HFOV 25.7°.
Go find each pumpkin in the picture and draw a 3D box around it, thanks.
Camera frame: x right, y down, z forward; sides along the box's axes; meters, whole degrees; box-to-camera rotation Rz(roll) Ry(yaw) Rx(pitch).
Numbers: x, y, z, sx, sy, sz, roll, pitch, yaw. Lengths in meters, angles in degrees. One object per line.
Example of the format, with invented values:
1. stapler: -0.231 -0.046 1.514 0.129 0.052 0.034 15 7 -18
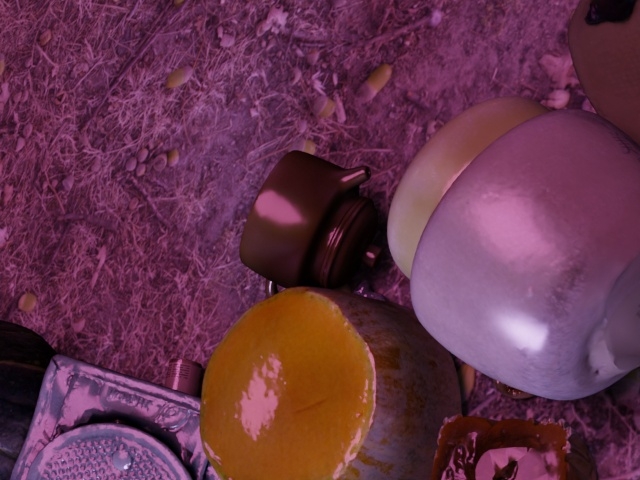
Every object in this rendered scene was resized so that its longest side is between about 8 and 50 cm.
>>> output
1. pumpkin: -0.534 0.277 2.193 0.323 0.241 0.323 -18 55 28
2. pumpkin: -0.007 0.221 1.811 0.332 0.199 0.332 -11 72 38

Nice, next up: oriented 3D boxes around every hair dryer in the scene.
1. hair dryer: -0.281 0.280 2.115 0.220 0.054 0.195 -6 67 38

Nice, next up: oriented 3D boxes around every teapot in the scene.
1. teapot: 0.000 0.000 1.947 0.175 0.185 0.267 27 122 15

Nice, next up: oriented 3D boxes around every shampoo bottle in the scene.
1. shampoo bottle: 0.258 0.012 1.617 0.322 0.322 0.317 -50 56 10

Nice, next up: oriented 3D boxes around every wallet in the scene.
1. wallet: -0.274 0.314 1.998 0.342 0.075 0.237 14 79 18

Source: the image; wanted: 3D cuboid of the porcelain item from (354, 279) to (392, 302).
1. porcelain item: 0.079 0.088 1.928 0.083 0.028 0.036 47 119 40

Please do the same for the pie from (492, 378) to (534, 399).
1. pie: 0.252 0.161 1.759 0.085 0.017 0.085 -17 61 33

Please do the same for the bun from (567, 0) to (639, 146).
1. bun: 0.452 -0.237 1.657 0.293 0.293 0.187 4 35 40

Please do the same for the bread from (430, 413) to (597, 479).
1. bread: 0.222 0.311 1.653 0.192 0.110 0.210 -3 68 37
